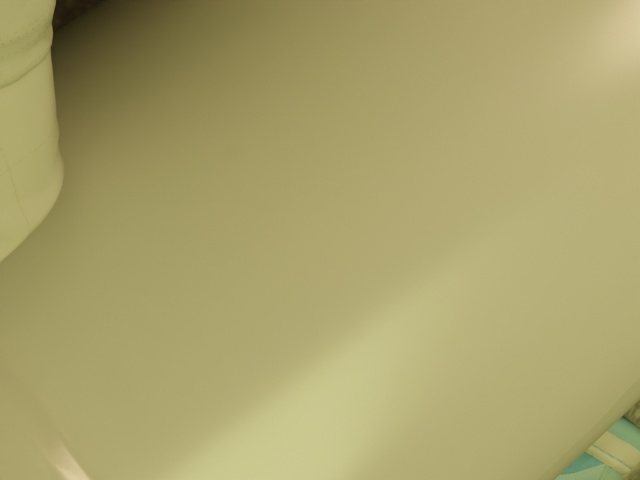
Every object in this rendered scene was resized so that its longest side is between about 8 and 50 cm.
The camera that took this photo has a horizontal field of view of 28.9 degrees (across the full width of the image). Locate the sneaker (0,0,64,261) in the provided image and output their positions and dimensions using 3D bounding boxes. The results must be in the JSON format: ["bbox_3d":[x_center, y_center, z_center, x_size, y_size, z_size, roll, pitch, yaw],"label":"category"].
[{"bbox_3d":[-0.200,-0.009,0.347,0.292,0.108,0.169,-25,141,-26],"label":"sneaker"}]

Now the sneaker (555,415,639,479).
[{"bbox_3d":[0.123,0.189,0.969,0.319,0.127,0.208,29,97,-45],"label":"sneaker"}]

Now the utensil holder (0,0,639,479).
[{"bbox_3d":[0.000,0.000,0.608,0.385,0.327,0.327,-39,135,-14],"label":"utensil holder"}]
